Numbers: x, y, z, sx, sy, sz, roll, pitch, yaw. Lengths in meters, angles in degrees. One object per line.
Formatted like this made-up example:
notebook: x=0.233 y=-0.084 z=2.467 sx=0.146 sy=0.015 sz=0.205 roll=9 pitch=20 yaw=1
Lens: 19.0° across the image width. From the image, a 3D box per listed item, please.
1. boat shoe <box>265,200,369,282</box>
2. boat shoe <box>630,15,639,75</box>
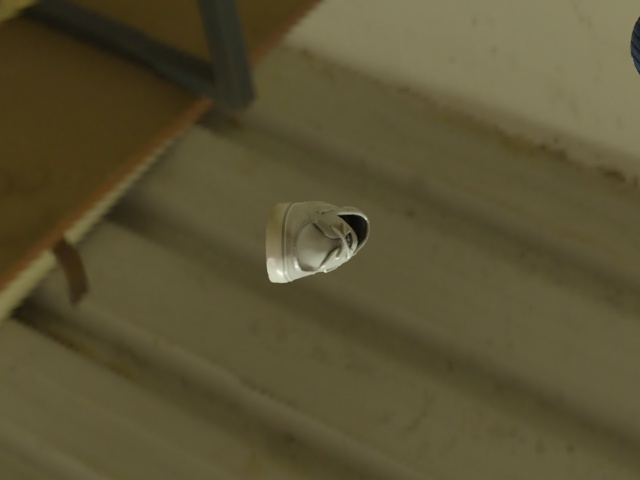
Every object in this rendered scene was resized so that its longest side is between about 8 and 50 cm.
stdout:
boat shoe: x=0.000 y=0.000 z=1.617 sx=0.063 sy=0.184 sz=0.066 roll=0 pitch=-89 yaw=14
boat shoe: x=0.337 y=-0.204 z=1.720 sx=0.066 sy=0.183 sz=0.066 roll=-25 pitch=-113 yaw=-26
